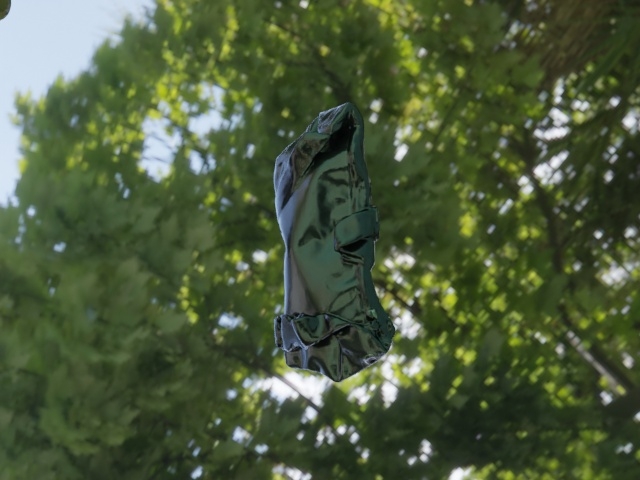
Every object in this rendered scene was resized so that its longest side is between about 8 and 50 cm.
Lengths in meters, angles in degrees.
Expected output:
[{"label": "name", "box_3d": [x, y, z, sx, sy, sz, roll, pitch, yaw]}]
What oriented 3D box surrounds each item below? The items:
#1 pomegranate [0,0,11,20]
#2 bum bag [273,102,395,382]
[{"label": "pomegranate", "box_3d": [-0.216, -0.108, 0.514, 0.159, 0.241, 0.190, 33, -115, 14]}, {"label": "bum bag", "box_3d": [0.000, 0.000, 0.823, 0.049, 0.087, 0.197, 18, -122, -42]}]
